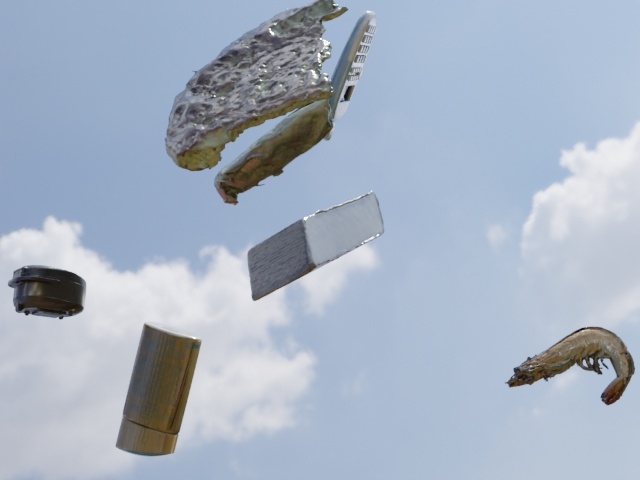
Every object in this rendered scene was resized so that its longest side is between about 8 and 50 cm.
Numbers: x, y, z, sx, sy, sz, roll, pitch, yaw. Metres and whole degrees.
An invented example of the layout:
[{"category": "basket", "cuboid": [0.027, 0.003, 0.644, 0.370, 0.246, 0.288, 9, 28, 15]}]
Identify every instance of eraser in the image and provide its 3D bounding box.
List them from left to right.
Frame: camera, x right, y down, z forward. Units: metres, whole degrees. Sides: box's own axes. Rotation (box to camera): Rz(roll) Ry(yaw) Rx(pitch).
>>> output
[{"category": "eraser", "cuboid": [0.000, -0.001, 1.496, 0.111, 0.077, 0.352, -27, -1, 26]}]

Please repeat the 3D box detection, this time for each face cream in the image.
[{"category": "face cream", "cuboid": [-0.347, 0.326, 2.081, 0.067, 0.139, 0.285, 5, -80, -70]}]

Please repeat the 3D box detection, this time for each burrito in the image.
[{"category": "burrito", "cuboid": [-0.092, -0.189, 2.029, 0.309, 0.066, 0.096, -39, -42, -11]}]

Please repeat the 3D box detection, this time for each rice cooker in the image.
[{"category": "rice cooker", "cuboid": [-0.577, 0.110, 2.073, 0.165, 0.106, 0.112, 8, -17, -41]}]

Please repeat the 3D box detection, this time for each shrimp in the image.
[{"category": "shrimp", "cuboid": [0.358, 0.192, 1.376, 0.178, 0.124, 0.034, -26, -37, -11]}]

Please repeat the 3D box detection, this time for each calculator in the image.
[{"category": "calculator", "cuboid": [0.058, -0.363, 2.162, 0.188, 0.042, 0.303, -45, -21, -76]}]

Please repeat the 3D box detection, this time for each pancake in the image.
[{"category": "pancake", "cuboid": [-0.099, -0.260, 1.588, 0.305, 0.427, 0.067, -15, -57, 17]}]
